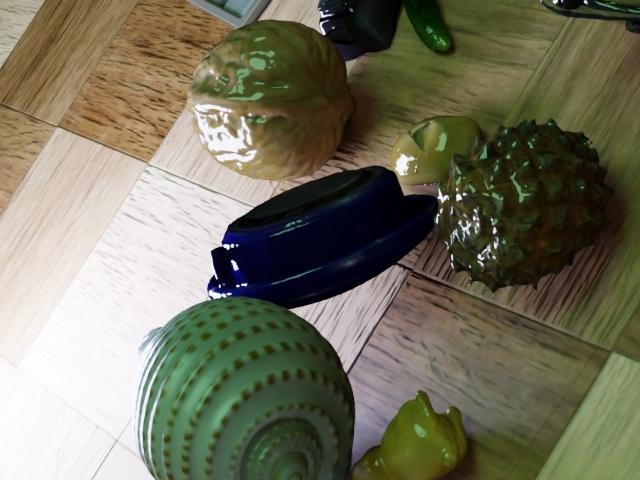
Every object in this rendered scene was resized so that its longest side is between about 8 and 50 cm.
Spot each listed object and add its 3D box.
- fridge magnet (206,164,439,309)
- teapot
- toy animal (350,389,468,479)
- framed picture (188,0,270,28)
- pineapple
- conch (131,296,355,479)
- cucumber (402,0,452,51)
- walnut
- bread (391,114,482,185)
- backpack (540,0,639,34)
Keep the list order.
[{"bbox_3d":[0.000,0.000,1.872,0.265,0.113,0.265,-20,11,4],"label":"fridge magnet"},{"bbox_3d":[0.041,-0.304,2.190,0.087,0.096,0.177,-12,51,47],"label":"teapot"},{"bbox_3d":[0.069,0.222,1.700,0.159,0.070,0.083,-41,38,28],"label":"toy animal"},{"bbox_3d":[-0.067,-0.438,2.524,0.289,0.016,0.213,-54,33,0],"label":"framed picture"},{"bbox_3d":[0.204,-0.043,1.704,0.193,0.166,0.166,-32,21,-31],"label":"pineapple"},{"bbox_3d":[-0.072,0.188,1.755,0.215,0.303,0.319,-7,25,-2],"label":"conch"},{"bbox_3d":[0.123,-0.273,2.113,0.039,0.039,0.168,-41,37,19],"label":"cucumber"},{"bbox_3d":[-0.055,-0.167,2.109,0.213,0.213,0.213,-32,38,30],"label":"walnut"},{"bbox_3d":[0.121,-0.103,1.939,0.115,0.056,0.082,3,62,53],"label":"bread"},{"bbox_3d":[0.328,-0.267,1.703,0.253,0.207,0.140,21,99,47],"label":"backpack"}]
